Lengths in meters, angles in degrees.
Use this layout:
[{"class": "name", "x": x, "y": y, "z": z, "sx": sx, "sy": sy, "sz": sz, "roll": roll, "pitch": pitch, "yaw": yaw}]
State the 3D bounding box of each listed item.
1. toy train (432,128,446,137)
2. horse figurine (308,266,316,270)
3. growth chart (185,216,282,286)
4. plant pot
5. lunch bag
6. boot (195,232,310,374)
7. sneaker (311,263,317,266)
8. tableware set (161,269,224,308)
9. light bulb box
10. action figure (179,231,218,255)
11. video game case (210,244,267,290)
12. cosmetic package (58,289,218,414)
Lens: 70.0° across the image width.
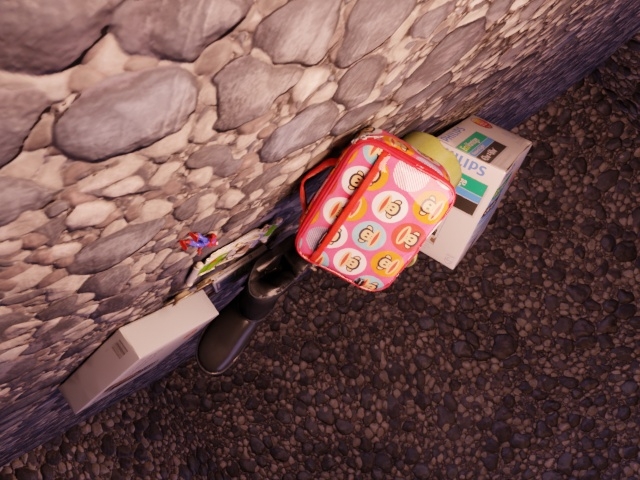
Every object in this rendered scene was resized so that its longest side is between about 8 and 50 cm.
[{"class": "toy train", "x": 0.315, "y": -0.288, "z": 1.386, "sx": 0.158, "sy": 0.027, "sz": 0.036, "roll": -35, "pitch": 171, "yaw": -5}, {"class": "horse figurine", "x": -0.143, "y": 0.105, "z": 1.618, "sx": 0.263, "sy": 0.066, "sz": 0.174, "roll": -27, "pitch": 148, "yaw": 22}, {"class": "growth chart", "x": -0.203, "y": 0.027, "z": 1.054, "sx": 0.237, "sy": 0.021, "sz": 0.172, "roll": -32, "pitch": 174, "yaw": -24}, {"class": "plant pot", "x": 0.199, "y": -0.121, "z": 1.126, "sx": 0.254, "sy": 0.276, "sz": 0.276, "roll": -46, "pitch": 177, "yaw": -15}, {"class": "lunch bag", "x": 0.084, "y": -0.064, "z": 0.887, "sx": 0.293, "sy": 0.258, "sz": 0.120, "roll": -57, "pitch": -170, "yaw": 29}, {"class": "boot", "x": -0.203, "y": 0.200, "z": 1.313, "sx": 0.367, "sy": 0.146, "sz": 0.445, "roll": -58, "pitch": -172, "yaw": -28}, {"class": "sneaker", "x": 0.000, "y": 0.000, "z": 1.556, "sx": 0.107, "sy": 0.110, "sz": 0.275, "roll": -18, "pitch": -168, "yaw": 2}, {"class": "tableware set", "x": -0.310, "y": 0.122, "z": 1.117, "sx": 0.168, "sy": 0.020, "sz": 0.141, "roll": -32, "pitch": -178, "yaw": -28}, {"class": "light bulb box", "x": 0.461, "y": -0.166, "z": 1.479, "sx": 0.358, "sy": 0.225, "sz": 0.361, "roll": -36, "pitch": 151, "yaw": -47}, {"class": "action figure", "x": -0.208, "y": 0.004, "z": 0.810, "sx": 0.038, "sy": 0.030, "sz": 0.115, "roll": -41, "pitch": 175, "yaw": 8}, {"class": "video game case", "x": -0.235, "y": 0.085, "z": 1.320, "sx": 0.173, "sy": 0.022, "sz": 0.190, "roll": -33, "pitch": 174, "yaw": -17}, {"class": "cosmetic package", "x": -0.497, "y": 0.303, "z": 1.260, "sx": 0.377, "sy": 0.097, "sz": 0.284, "roll": -39, "pitch": 176, "yaw": 31}]
